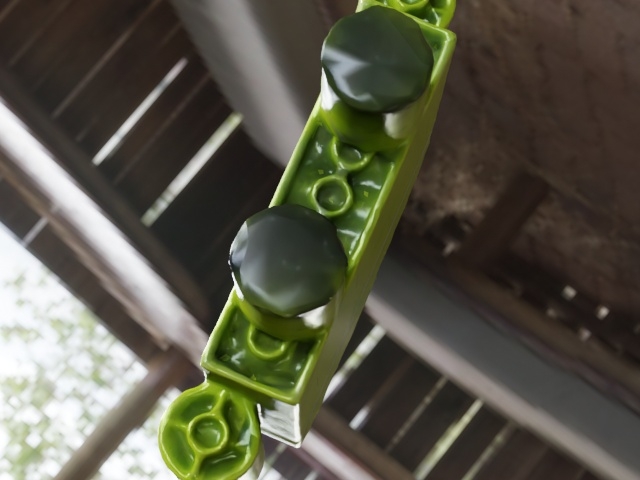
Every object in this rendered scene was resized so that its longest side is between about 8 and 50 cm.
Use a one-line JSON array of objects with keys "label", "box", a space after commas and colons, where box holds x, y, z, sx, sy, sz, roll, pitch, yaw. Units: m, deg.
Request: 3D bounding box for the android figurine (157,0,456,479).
[{"label": "android figurine", "box": [0.000, 0.000, 0.672, 0.056, 0.248, 0.273, 23, 169, 3]}]
